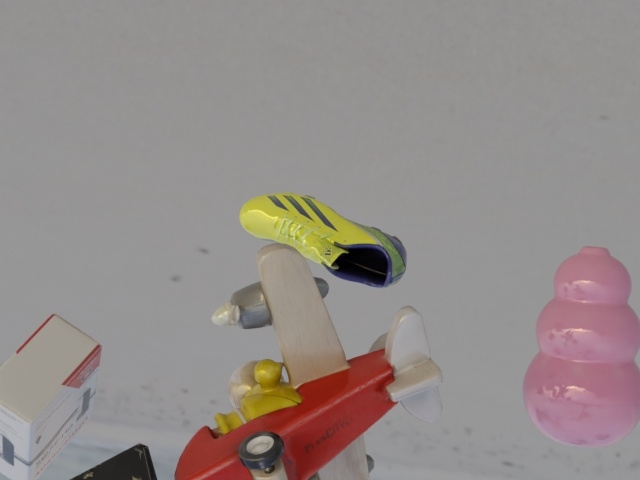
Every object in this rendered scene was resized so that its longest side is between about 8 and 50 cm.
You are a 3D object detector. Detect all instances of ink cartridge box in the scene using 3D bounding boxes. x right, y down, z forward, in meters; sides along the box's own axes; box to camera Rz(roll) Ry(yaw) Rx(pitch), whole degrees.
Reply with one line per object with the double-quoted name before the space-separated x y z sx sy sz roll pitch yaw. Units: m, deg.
"ink cartridge box" -0.499 0.291 2.058 0.114 0.197 0.273 33 143 8

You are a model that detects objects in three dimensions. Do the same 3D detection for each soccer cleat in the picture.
"soccer cleat" 0.001 -0.001 1.867 0.289 0.121 0.093 19 116 6

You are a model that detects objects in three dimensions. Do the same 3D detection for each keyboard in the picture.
"keyboard" -0.287 0.347 1.495 0.180 0.108 0.023 -29 146 14

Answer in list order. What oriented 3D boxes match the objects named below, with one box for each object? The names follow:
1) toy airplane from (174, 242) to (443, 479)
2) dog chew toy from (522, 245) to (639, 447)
"toy airplane" -0.017 0.223 1.648 0.384 0.386 0.272 22 178 -42
"dog chew toy" 0.453 0.176 1.961 0.207 0.331 0.206 4 -177 0
